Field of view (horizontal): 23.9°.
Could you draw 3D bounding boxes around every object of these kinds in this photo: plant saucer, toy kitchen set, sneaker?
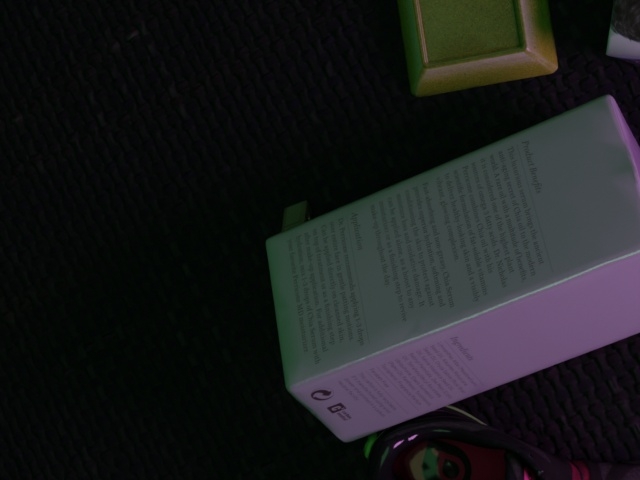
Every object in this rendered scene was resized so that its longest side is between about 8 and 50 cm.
[{"bbox_3d":[0.183,-0.284,1.858,0.188,0.045,0.188,-9,90,17],"label":"plant saucer"},{"bbox_3d":[0.000,0.000,1.934,0.068,0.075,0.083,-20,126,20],"label":"toy kitchen set"},{"bbox_3d":[0.270,0.326,1.777,0.483,0.202,0.185,12,97,16],"label":"sneaker"}]

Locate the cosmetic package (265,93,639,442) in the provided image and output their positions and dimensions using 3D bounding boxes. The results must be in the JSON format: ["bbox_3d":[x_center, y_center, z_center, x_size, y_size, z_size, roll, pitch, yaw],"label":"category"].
[{"bbox_3d":[0.178,0.038,1.767,0.453,0.161,0.230,-23,50,17],"label":"cosmetic package"}]

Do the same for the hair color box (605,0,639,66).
[{"bbox_3d":[0.522,-0.275,1.680,0.374,0.113,0.185,9,94,30],"label":"hair color box"}]
